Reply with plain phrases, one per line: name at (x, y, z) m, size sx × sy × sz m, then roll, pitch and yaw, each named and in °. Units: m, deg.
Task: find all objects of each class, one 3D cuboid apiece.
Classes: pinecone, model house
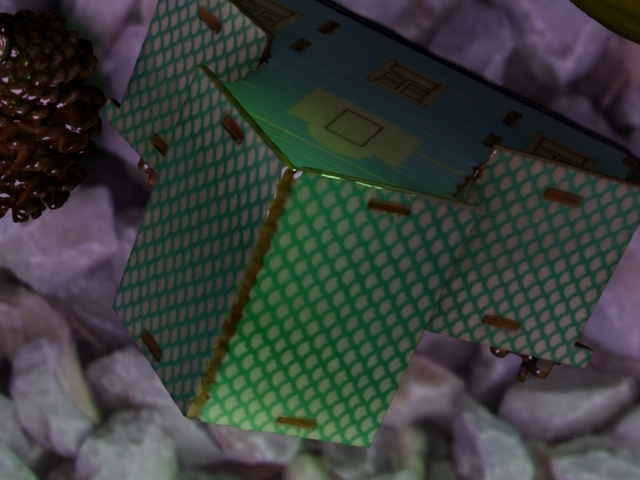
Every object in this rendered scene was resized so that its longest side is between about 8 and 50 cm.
pinecone at (-0.163, -0.062, 0.870) m, size 0.102 × 0.102 × 0.109 m, roll 8°, pitch 112°, yaw 18°
model house at (0.000, 0.000, 0.769) m, size 0.271 × 0.206 × 0.178 m, roll 30°, pitch 116°, yaw 8°

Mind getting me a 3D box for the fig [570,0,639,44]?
fig at (0.173, -0.228, 0.592) m, size 0.316 × 0.316 × 0.316 m, roll 7°, pitch 111°, yaw 19°
